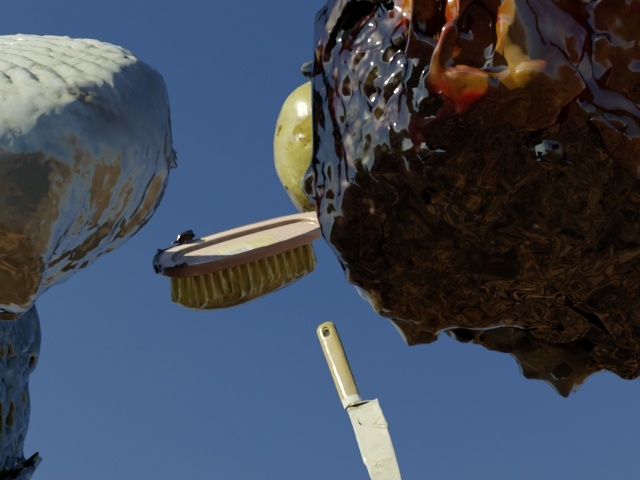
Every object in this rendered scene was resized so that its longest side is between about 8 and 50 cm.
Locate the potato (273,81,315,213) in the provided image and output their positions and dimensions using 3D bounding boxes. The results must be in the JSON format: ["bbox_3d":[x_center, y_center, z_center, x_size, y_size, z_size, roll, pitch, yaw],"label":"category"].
[{"bbox_3d":[0.081,-0.062,1.480,0.307,0.173,0.210,34,-90,-31],"label":"potato"}]

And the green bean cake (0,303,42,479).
[{"bbox_3d":[-0.479,0.168,1.796,0.218,0.319,0.335,2,2,-5],"label":"green bean cake"}]

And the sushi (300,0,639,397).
[{"bbox_3d":[0.160,-0.032,0.625,0.343,0.196,0.182,13,-28,-16],"label":"sushi"}]

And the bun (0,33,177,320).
[{"bbox_3d":[-0.271,-0.040,1.010,0.354,0.354,0.194,-3,-73,11],"label":"bun"}]

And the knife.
[{"bbox_3d":[0.053,0.212,1.699,0.047,0.298,0.017,-21,-41,1],"label":"knife"}]

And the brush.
[{"bbox_3d":[-0.001,0.001,1.234,0.312,0.072,0.067,-18,-64,-23],"label":"brush"}]
